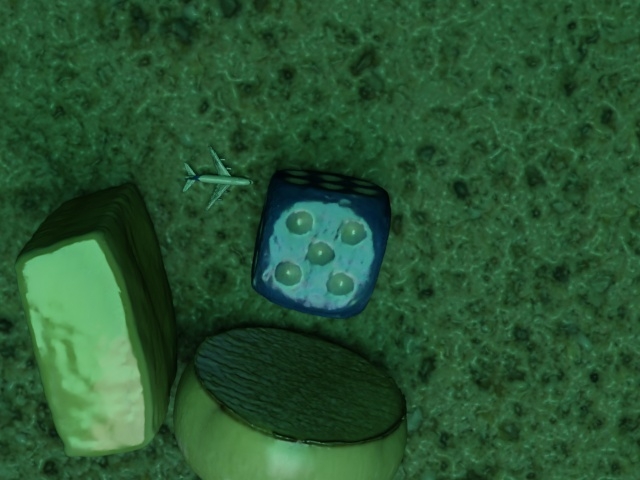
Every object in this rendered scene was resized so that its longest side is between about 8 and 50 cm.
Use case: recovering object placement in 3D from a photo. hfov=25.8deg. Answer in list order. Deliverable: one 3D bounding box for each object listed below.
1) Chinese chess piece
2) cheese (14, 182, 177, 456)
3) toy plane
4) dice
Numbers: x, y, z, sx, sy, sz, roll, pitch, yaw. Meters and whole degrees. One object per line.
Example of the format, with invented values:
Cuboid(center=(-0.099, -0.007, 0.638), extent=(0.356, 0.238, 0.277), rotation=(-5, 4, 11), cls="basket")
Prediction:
Cuboid(center=(-0.033, 0.203, 1.599), extent=(0.270, 0.270, 0.112), rotation=(15, 112, -4), cls="Chinese chess piece")
Cuboid(center=(-0.241, 0.083, 1.570), extent=(0.124, 0.265, 0.242), rotation=(-15, 104, 3), cls="cheese")
Cuboid(center=(-0.122, -0.072, 1.658), extent=(0.084, 0.024, 0.078), rotation=(2, 103, -8), cls="toy plane")
Cuboid(center=(0.000, 0.000, 1.614), extent=(0.143, 0.146, 0.146), rotation=(11, 103, -5), cls="dice")
